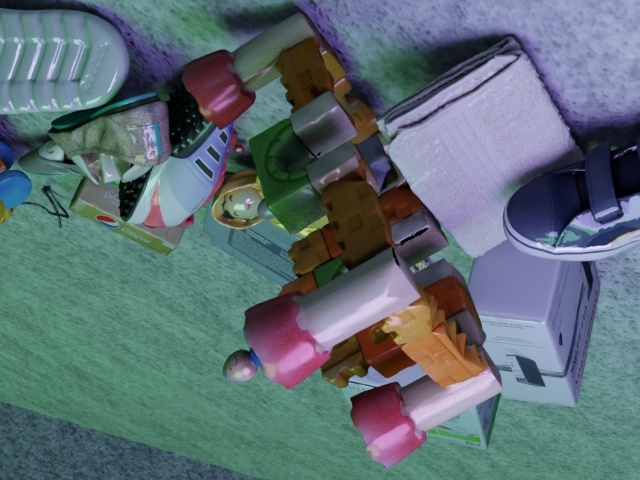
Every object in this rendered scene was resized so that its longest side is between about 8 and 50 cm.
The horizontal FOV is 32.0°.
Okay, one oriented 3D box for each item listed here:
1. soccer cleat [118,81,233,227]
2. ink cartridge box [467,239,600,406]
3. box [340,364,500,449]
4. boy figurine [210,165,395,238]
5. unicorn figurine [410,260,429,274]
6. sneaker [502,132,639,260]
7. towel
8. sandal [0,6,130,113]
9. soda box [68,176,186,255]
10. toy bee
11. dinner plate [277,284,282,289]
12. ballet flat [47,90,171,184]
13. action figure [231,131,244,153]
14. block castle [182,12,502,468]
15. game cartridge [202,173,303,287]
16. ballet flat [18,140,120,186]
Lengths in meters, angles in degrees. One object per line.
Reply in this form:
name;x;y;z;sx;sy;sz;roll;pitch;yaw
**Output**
soccer cleat;-0.167;-0.117;1.492;0.116;0.108;0.318;11;144;-28
ink cartridge box;0.290;0.080;1.499;0.114;0.197;0.273;6;152;24
box;0.181;0.268;2.037;0.262;0.127;0.231;9;153;20
boy figurine;-0.023;-0.064;1.533;0.285;0.092;0.177;4;134;19
unicorn figurine;0.120;0.071;1.759;0.111;0.060;0.162;38;151;-28
sneaker;0.359;-0.065;1.220;0.321;0.126;0.127;-8;145;6
towel;0.198;-0.096;1.282;0.187;0.049;0.282;-31;137;14
sandal;-0.436;-0.239;1.447;0.416;0.169;0.102;12;-166;12
soda box;-0.311;-0.045;1.812;0.181;0.061;0.058;27;154;-19
toy bee;-0.531;-0.068;1.754;0.298;0.162;0.195;58;174;-38
dinner plate;-0.011;0.076;1.906;0.141;0.017;0.141;16;155;7
ballet flat;-0.283;-0.128;1.484;0.316;0.107;0.106;6;115;63
action figure;-0.156;-0.151;1.537;0.115;0.030;0.038;26;149;-20
block castle;0.000;0.000;1.226;0.213;0.453;0.303;-30;138;13
game cartridge;-0.039;0.016;1.698;0.297;0.062;0.198;32;151;3
ballet flat;-0.364;-0.130;1.692;0.213;0.072;0.068;10;126;16
